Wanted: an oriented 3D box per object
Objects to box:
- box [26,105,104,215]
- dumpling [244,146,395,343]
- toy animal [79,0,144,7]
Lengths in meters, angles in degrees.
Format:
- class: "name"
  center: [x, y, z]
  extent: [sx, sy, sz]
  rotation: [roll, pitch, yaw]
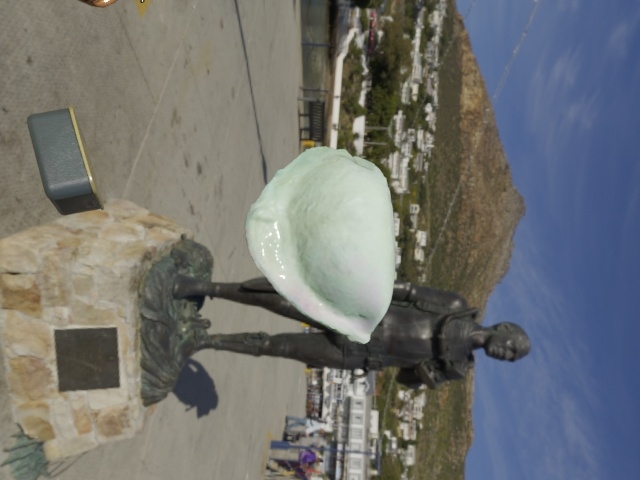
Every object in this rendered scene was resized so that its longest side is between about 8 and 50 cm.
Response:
- class: "box"
  center: [-0.533, -0.161, 0.931]
  extent: [0.201, 0.090, 0.144]
  rotation: [69, -21, 9]
- class: "dumpling"
  center: [0.006, 0.002, 0.475]
  extent: [0.105, 0.149, 0.217]
  rotation: [61, 23, -75]
- class: "toy animal"
  center: [-0.441, -0.478, 0.791]
  extent: [0.056, 0.241, 0.099]
  rotation: [-6, -118, 68]
